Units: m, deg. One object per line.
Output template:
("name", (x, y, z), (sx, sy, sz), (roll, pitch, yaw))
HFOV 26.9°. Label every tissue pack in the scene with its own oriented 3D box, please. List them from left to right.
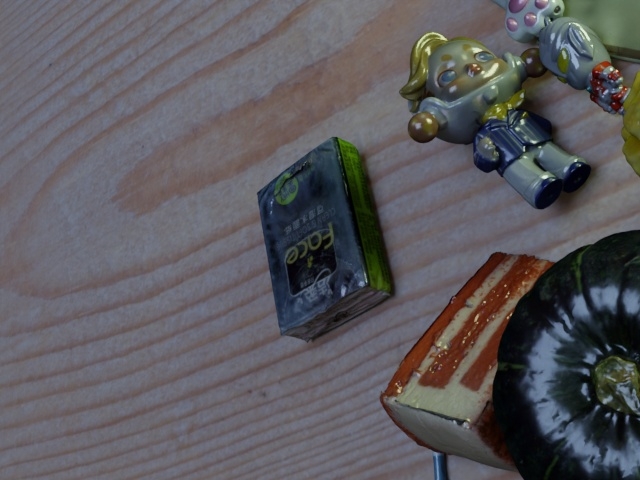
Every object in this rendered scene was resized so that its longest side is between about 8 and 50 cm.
("tissue pack", (0.000, 0.000, 1.850), (0.173, 0.073, 0.235), (-31, 57, 36))

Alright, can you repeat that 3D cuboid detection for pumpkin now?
("pumpkin", (0.332, 0.148, 1.356), (0.323, 0.241, 0.323), (-7, 77, 34))

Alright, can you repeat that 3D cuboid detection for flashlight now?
("flashlight", (0.239, -0.329, 1.722), (0.093, 0.047, 0.200), (-57, 43, 19))

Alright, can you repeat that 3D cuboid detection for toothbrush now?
("toothbrush", (0.150, 0.288, 1.655), (0.025, 0.019, 0.275), (-16, 66, 32))

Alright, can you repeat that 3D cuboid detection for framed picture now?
("framed picture", (0.375, -0.300, 1.613), (0.231, 0.010, 0.173), (23, 95, 45))

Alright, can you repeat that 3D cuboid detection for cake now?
("cake", (0.222, 0.159, 1.602), (0.158, 0.159, 0.262), (12, 52, 46))

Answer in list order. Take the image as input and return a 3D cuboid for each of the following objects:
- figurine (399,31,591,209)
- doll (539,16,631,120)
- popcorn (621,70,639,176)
("figurine", (0.222, -0.153, 1.652), (0.274, 0.133, 0.194), (28, 66, 23))
("doll", (0.318, -0.209, 1.595), (0.079, 0.094, 0.180), (-32, 59, -11))
("popcorn", (0.420, -0.125, 1.381), (0.226, 0.200, 0.203), (-2, 43, 20))
